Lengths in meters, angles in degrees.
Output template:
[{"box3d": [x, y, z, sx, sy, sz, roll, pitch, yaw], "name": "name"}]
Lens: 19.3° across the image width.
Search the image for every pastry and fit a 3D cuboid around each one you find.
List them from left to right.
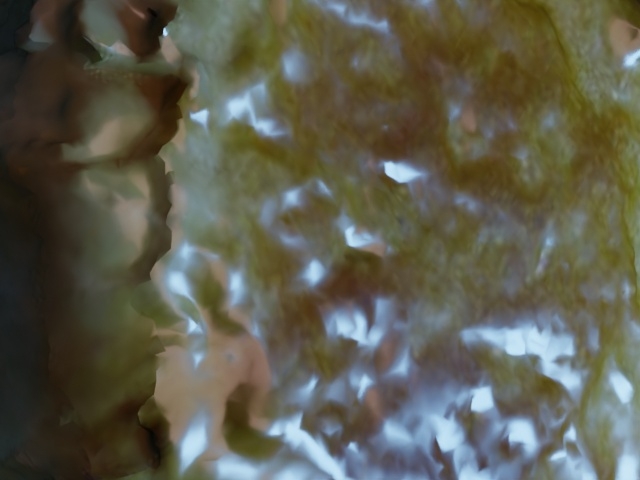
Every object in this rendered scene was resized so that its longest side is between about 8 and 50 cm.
[{"box3d": [0.001, 0.006, 0.524, 0.236, 0.121, 0.257, -50, 117, -33], "name": "pastry"}]
